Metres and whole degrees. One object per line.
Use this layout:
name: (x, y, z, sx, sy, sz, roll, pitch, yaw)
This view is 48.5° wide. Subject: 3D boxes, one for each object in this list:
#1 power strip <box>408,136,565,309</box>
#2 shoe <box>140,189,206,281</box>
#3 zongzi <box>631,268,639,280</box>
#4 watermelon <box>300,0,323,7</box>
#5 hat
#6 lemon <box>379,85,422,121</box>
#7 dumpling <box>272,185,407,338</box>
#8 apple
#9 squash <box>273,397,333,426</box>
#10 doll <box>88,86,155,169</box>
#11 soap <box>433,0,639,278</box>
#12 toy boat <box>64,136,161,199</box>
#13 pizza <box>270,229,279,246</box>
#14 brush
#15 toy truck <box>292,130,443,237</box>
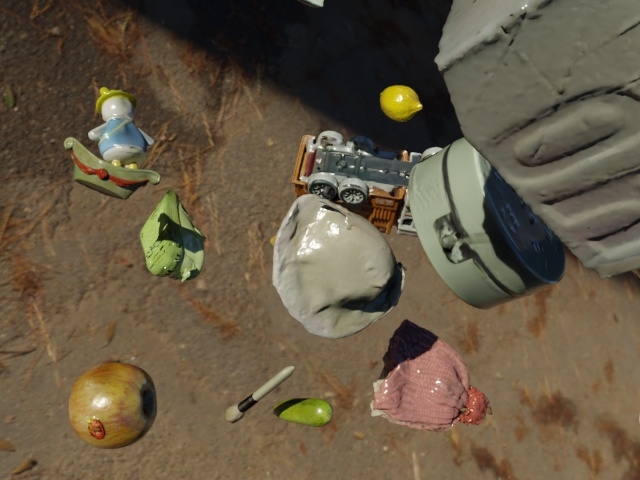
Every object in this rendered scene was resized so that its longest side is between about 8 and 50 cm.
power strip: (0.326, -0.040, 1.382, 0.357, 0.161, 0.357, 32, 45, -38)
shoe: (-0.335, 0.004, 1.587, 0.128, 0.140, 0.262, 44, 12, -32)
zongzi: (0.744, 0.051, 1.375, 0.362, 0.319, 0.383, 41, -3, 3)
watermelon: (-0.018, -0.562, 1.243, 0.283, 0.293, 0.250, -71, 154, -53)
hat: (0.257, 0.333, 1.606, 0.286, 0.107, 0.236, 26, 70, -10)
lemon: (0.144, -0.246, 1.273, 0.065, 0.092, 0.065, -29, 132, -38)
dumpling: (0.024, 0.042, 1.273, 0.293, 0.204, 0.163, 41, 14, -29)
apple: (-0.509, 0.406, 1.751, 0.211, 0.188, 0.211, -12, 90, -83)
squash: (-0.044, 0.409, 1.696, 0.066, 0.201, 0.066, 11, 74, -40)
doll: (-0.455, -0.253, 1.622, 0.135, 0.098, 0.241, -12, 65, -8)
soap: (0.367, -0.185, 0.883, 0.435, 0.350, 0.213, 40, 51, -24)
toy boat: (-0.386, -0.122, 1.287, 0.185, 0.089, 0.071, 22, 75, -4)
pizza: (0.000, 0.000, 2.138, 0.161, 0.306, 0.085, 75, 16, -61)
brush: (-0.136, 0.344, 1.576, 0.042, 0.299, 0.039, -20, 74, -44)
toy truck: (0.132, -0.118, 1.710, 0.207, 0.388, 0.173, 97, 3, -53)
